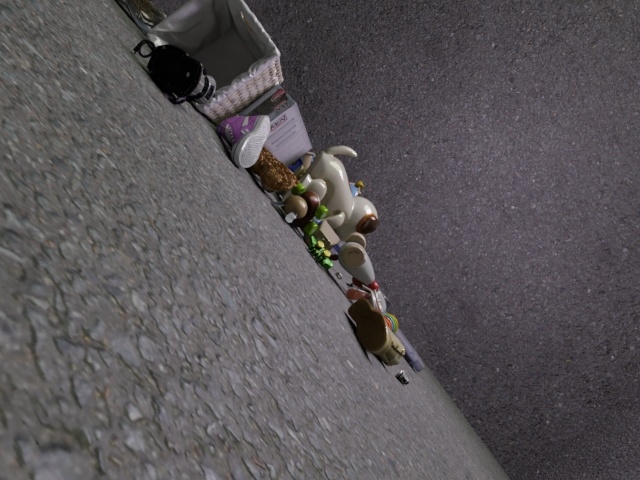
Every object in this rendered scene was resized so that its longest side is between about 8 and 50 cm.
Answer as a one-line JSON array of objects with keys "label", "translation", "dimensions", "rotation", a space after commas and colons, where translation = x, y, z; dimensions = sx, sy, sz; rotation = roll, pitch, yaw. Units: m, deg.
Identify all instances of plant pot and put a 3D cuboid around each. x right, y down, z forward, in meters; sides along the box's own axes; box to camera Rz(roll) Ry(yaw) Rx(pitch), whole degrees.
[{"label": "plant pot", "translation": [0.000, 0.000, 1.922], "dimensions": [0.109, 0.109, 0.096], "rotation": [53, 13, -4]}]

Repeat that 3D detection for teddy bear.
[{"label": "teddy bear", "translation": [-0.229, -0.286, 1.825], "dimensions": [0.338, 0.113, 0.245], "rotation": [45, -2, 5]}]

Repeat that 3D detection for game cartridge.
[{"label": "game cartridge", "translation": [0.373, 0.469, 2.488], "dimensions": [0.355, 0.068, 0.230], "rotation": [53, 8, -5]}]

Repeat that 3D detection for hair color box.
[{"label": "hair color box", "translation": [-0.163, -0.420, 1.959], "dimensions": [0.114, 0.185, 0.374], "rotation": [50, -3, 16]}]

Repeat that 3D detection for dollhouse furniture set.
[{"label": "dollhouse furniture set", "translation": [0.052, -0.259, 2.440], "dimensions": [0.303, 0.198, 0.286], "rotation": [12, -21, 2]}]

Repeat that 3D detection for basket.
[{"label": "basket", "translation": [-0.344, -0.618, 1.727], "dimensions": [0.328, 0.331, 0.266], "rotation": [54, -2, 5]}]

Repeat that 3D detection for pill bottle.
[{"label": "pill bottle", "translation": [0.099, 0.006, 2.482], "dimensions": [0.094, 0.169, 0.094], "rotation": [53, 4, -5]}]

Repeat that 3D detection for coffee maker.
[{"label": "coffee maker", "translation": [-0.366, -0.441, 1.315], "dimensions": [0.171, 0.120, 0.178], "rotation": [52, 3, -5]}]

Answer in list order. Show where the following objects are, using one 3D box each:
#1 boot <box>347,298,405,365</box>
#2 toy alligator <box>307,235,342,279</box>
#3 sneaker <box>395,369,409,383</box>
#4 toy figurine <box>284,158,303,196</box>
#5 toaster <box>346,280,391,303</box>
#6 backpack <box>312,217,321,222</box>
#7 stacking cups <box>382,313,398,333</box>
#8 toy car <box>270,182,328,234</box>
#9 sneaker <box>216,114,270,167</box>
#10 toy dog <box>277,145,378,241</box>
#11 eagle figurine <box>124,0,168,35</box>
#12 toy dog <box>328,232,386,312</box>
[{"label": "boot", "translation": [0.184, 0.302, 1.490], "dimensions": [0.203, 0.095, 0.262], "rotation": [53, 0, -21]}, {"label": "toy alligator", "translation": [0.006, 0.067, 1.783], "dimensions": [0.051, 0.056, 0.190], "rotation": [-25, 76, -43]}, {"label": "sneaker", "translation": [0.272, 0.448, 1.643], "dimensions": [0.037, 0.032, 0.083], "rotation": [55, 5, 33]}, {"label": "toy figurine", "translation": [-0.162, -0.382, 2.486], "dimensions": [0.191, 0.217, 0.362], "rotation": [50, 6, -41]}, {"label": "toaster", "translation": [0.225, 0.246, 2.303], "dimensions": [0.168, 0.110, 0.185], "rotation": [54, 4, 23]}, {"label": "backpack", "translation": [-0.045, -0.102, 1.948], "dimensions": [0.105, 0.084, 0.114], "rotation": [10, 17, -22]}, {"label": "stacking cups", "translation": [0.231, 0.321, 1.919], "dimensions": [0.096, 0.096, 0.316], "rotation": [54, 7, 17]}, {"label": "toy car", "translation": [-0.094, -0.105, 1.796], "dimensions": [0.155, 0.149, 0.188], "rotation": [45, 28, 17]}, {"label": "sneaker", "translation": [-0.277, -0.326, 1.658], "dimensions": [0.282, 0.161, 0.102], "rotation": [-72, 165, -53]}, {"label": "toy dog", "translation": [0.066, -0.168, 2.174], "dimensions": [0.408, 0.395, 0.284], "rotation": [43, -2, -20]}, {"label": "eagle figurine", "translation": [-0.623, -0.843, 1.699], "dimensions": [0.298, 0.225, 0.226], "rotation": [121, -20, -63]}, {"label": "toy dog", "translation": [0.129, 0.141, 1.933], "dimensions": [0.220, 0.160, 0.334], "rotation": [5, 69, -75]}]
